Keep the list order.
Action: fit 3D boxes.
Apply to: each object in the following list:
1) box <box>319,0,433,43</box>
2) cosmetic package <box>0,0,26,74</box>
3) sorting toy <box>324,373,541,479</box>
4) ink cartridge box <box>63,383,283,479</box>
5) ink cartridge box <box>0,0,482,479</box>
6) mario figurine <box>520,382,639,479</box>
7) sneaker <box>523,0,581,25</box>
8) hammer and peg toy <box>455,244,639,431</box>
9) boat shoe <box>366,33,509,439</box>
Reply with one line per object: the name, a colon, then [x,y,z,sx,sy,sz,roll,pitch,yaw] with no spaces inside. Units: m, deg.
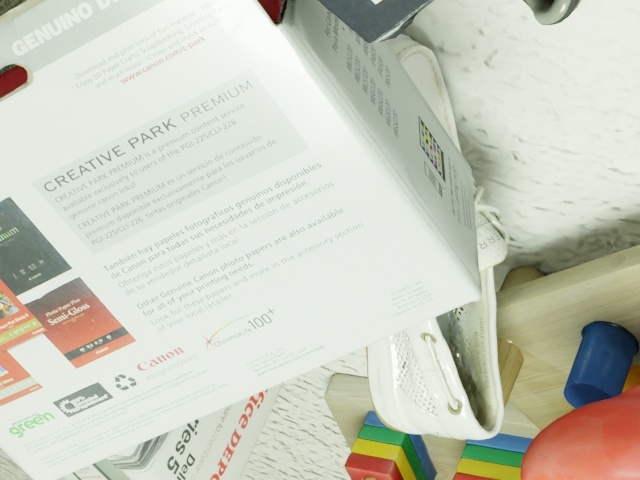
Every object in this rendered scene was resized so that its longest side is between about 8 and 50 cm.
box: [0.030,-0.284,0.565,0.296,0.183,0.294,38,144,-19]
cosmetic package: [-0.238,-0.222,0.829,0.113,0.160,0.309,34,161,53]
sorting toy: [0.143,0.247,1.276,0.257,0.089,0.255,6,141,28]
ink cartridge box: [-0.162,0.094,1.182,0.115,0.198,0.273,-5,135,36]
ink cartridge box: [-0.109,-0.036,0.790,0.309,0.130,0.272,-24,124,20]
mario figurine: [0.236,0.224,0.873,0.320,0.170,0.198,38,111,-25]
sneaker: [0.049,-0.141,0.527,0.158,0.065,0.061,35,144,-15]
hammer and peg toy: [0.278,0.087,0.941,0.266,0.127,0.361,43,143,-19]
boat shoe: [0.080,0.000,0.916,0.096,0.098,0.277,8,115,41]
